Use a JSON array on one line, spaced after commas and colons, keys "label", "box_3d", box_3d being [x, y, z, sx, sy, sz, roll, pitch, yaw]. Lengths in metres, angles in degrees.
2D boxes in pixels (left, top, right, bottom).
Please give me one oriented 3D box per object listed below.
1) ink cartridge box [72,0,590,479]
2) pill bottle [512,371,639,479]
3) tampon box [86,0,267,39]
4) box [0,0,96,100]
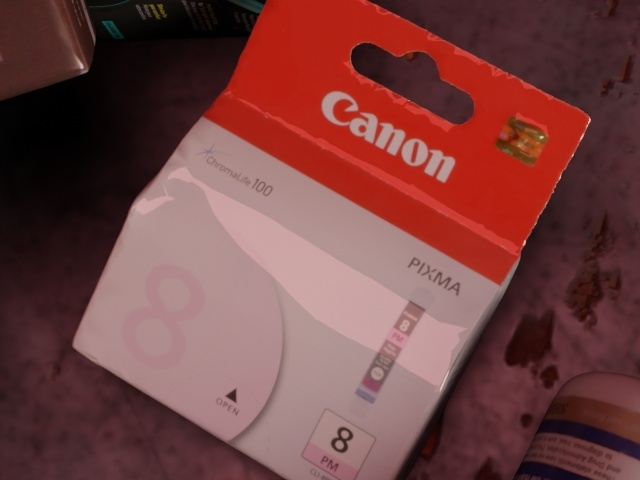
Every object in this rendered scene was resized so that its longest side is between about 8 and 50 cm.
[{"label": "ink cartridge box", "box_3d": [0.000, 0.000, 0.729, 0.189, 0.066, 0.232, 30, 109, 13]}, {"label": "pill bottle", "box_3d": [0.125, 0.207, 0.651, 0.153, 0.153, 0.264, 27, 77, 12]}, {"label": "tampon box", "box_3d": [-0.059, -0.184, 0.802, 0.161, 0.120, 0.101, -1, 75, 5]}, {"label": "box", "box_3d": [-0.313, -0.116, 0.652, 0.381, 0.143, 0.191, -19, 107, -4]}]
